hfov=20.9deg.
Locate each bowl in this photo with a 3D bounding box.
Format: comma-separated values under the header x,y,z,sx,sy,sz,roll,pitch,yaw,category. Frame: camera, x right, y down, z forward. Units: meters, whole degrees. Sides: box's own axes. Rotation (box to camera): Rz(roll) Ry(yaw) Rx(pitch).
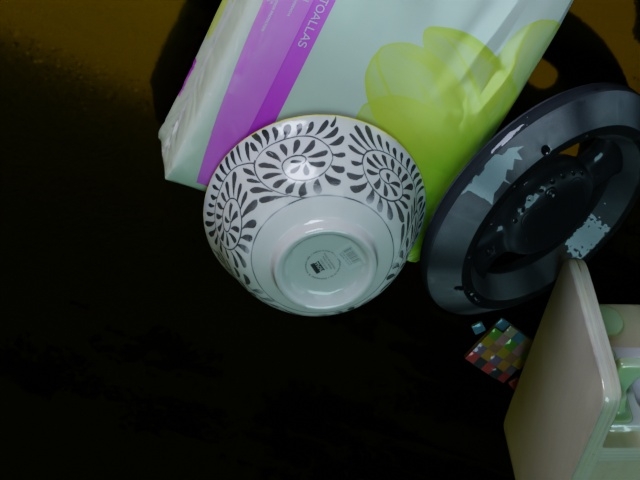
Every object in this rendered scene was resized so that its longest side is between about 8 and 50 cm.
x,y,z,sx,sy,sz,roll,pitch,yaw,category
0.000,0.000,1.274,0.170,0.080,0.170,-3,126,-5,bowl

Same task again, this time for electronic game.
x,y,z,sx,sy,sz,roll,pitch,yaw,category
0.174,-0.030,1.369,0.229,0.048,0.229,-27,145,-21,electronic game

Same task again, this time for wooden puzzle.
x,y,z,sx,sy,sz,roll,pitch,yaw,category
0.160,0.097,1.516,0.083,0.006,0.049,34,110,-26,wooden puzzle

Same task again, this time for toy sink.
x,y,z,sx,sy,sz,roll,pitch,yaw,category
0.252,0.142,1.439,0.131,0.152,0.234,1,136,-11,toy sink

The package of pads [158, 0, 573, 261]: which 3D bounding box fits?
x,y,z,sx,sy,sz,roll,pitch,yaw,category
0.041,-0.145,1.295,0.229,0.101,0.296,19,116,-19,package of pads
